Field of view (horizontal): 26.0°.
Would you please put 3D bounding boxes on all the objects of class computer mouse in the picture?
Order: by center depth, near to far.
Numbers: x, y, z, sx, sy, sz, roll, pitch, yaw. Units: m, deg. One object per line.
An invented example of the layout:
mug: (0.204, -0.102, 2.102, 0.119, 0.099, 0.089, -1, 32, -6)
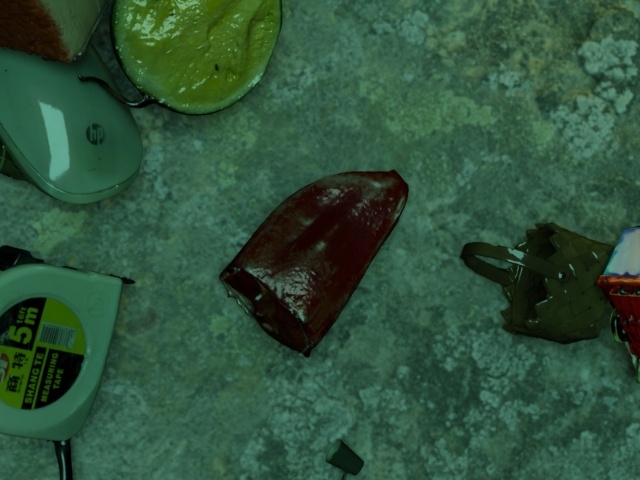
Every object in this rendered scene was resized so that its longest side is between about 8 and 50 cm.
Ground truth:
computer mouse: (-0.313, -0.177, 1.619, 0.159, 0.097, 0.288, -24, 85, -33)

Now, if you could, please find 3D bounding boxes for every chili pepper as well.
chili pepper: (0.000, 0.000, 1.663, 0.144, 0.136, 0.253, 23, 67, 41)

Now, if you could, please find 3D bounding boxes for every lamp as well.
lamp: (0.014, 0.305, 1.664, 0.054, 0.041, 0.121, 34, 79, -10)

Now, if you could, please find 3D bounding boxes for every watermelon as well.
watermelon: (-0.159, -0.258, 1.644, 0.204, 0.127, 0.232, 25, 98, -30)

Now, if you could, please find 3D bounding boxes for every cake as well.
cake: (-0.381, -0.313, 1.540, 0.262, 0.159, 0.158, 10, 55, 7)

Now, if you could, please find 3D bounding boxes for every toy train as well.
toy train: (0.410, 0.091, 1.656, 0.204, 0.083, 0.131, 55, 51, -36)

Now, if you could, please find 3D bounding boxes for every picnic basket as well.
picnic basket: (0.252, 0.044, 1.659, 0.178, 0.128, 0.138, 20, 75, -18)

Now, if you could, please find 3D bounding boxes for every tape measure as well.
tape measure: (-0.350, 0.187, 1.581, 0.215, 0.098, 0.351, 15, 85, -40)

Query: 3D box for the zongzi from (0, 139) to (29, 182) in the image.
zongzi: (-0.364, -0.148, 1.672, 0.130, 0.062, 0.154, 18, 67, -24)
